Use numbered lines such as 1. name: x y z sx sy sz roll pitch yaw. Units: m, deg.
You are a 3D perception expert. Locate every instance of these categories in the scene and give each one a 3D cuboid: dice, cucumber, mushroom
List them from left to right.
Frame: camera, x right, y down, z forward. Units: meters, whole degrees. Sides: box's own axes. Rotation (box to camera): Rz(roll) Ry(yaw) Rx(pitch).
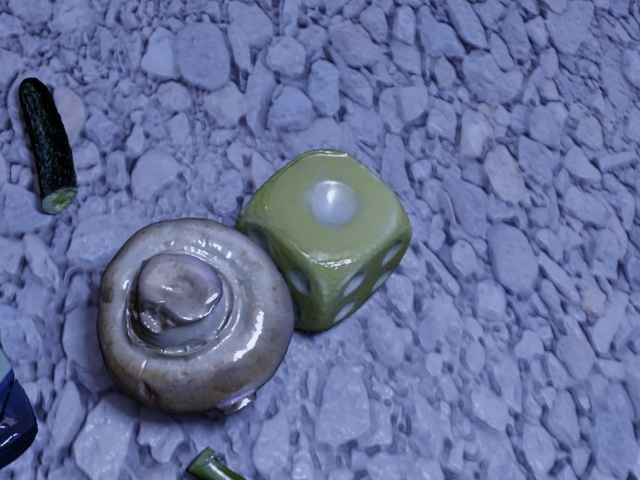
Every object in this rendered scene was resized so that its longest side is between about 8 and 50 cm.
1. cucumber: -0.368 -0.137 1.719 0.058 0.052 0.215 -24 61 9
2. mushroom: -0.150 0.094 1.534 0.254 0.184 0.255 2 63 -3
3. dice: 0.000 0.000 1.634 0.166 0.169 0.169 -37 71 -28

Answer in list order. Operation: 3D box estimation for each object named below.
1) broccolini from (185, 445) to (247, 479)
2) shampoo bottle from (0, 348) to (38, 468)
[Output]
1. broccolini: 0.019 0.349 1.476 0.392 0.074 0.079 31 21 5
2. shampoo bottle: -0.473 0.120 1.527 0.359 0.078 0.134 43 57 15
